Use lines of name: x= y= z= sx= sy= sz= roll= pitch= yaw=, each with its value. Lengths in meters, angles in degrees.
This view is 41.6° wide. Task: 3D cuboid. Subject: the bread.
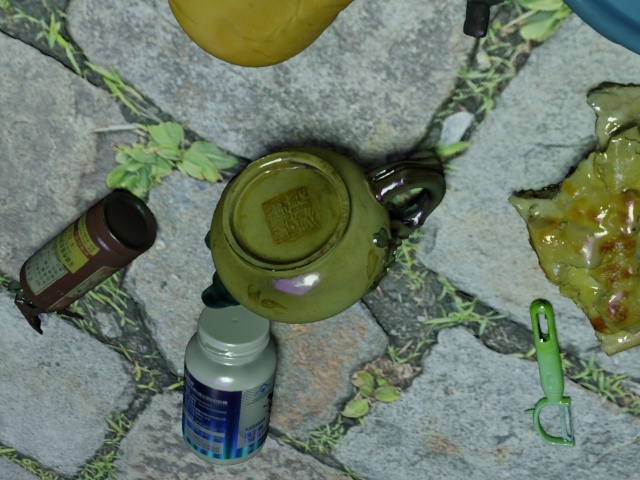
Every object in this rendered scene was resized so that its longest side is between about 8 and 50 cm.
bread: x=-0.009 y=-0.236 z=0.645 sx=0.142 sy=0.091 sz=0.305 roll=27 pitch=146 yaw=-26

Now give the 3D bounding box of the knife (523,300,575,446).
knife: x=0.247 y=0.151 z=0.935 sx=0.054 sy=0.015 sz=0.212 roll=0 pitch=125 yaw=25

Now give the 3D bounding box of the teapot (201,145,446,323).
teapot: x=0.000 y=0.000 z=0.828 sx=0.270 sy=0.173 sz=0.182 roll=-25 pitch=154 yaw=2

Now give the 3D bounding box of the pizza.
pizza: x=0.300 y=-0.021 z=0.760 sx=0.223 sy=0.089 sz=0.323 roll=26 pitch=126 yaw=-7

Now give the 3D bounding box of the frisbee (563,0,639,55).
frisbee: x=0.237 y=-0.231 z=0.485 sx=0.290 sy=0.049 sz=0.289 roll=32 pitch=144 yaw=27

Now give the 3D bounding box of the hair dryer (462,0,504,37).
hair dryer: x=0.210 y=-0.295 z=0.612 sx=0.320 sy=0.155 sz=0.284 roll=14 pitch=148 yaw=22

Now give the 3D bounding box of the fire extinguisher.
fire extinguisher: x=-0.284 y=0.046 z=0.973 sx=0.252 sy=0.075 sz=0.106 roll=-33 pitch=110 yaw=31

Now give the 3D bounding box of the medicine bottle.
medicine bottle: x=-0.107 y=0.164 z=0.985 sx=0.107 sy=0.107 sz=0.191 roll=14 pitch=126 yaw=6
